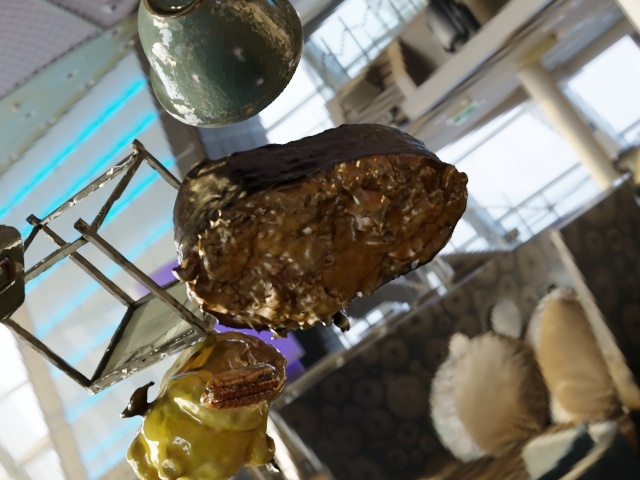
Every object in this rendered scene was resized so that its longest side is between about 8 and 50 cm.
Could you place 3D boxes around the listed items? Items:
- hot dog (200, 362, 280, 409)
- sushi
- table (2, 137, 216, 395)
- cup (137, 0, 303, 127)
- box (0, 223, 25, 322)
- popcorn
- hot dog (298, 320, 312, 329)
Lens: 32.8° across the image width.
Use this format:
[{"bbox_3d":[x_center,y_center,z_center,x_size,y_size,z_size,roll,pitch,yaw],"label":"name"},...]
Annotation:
[{"bbox_3d":[-0.103,0.194,1.424,0.144,0.038,0.062,-2,-59,-56],"label":"hot dog"},{"bbox_3d":[0.000,0.000,1.275,0.348,0.234,0.207,-20,25,-8],"label":"sushi"},{"bbox_3d":[-0.347,0.053,1.802,0.335,0.272,0.222,-28,27,38],"label":"table"},{"bbox_3d":[-0.135,-0.250,1.245,0.199,0.199,0.150,-35,-27,2],"label":"cup"},{"bbox_3d":[-0.510,0.058,1.537,0.129,0.148,0.210,4,15,5],"label":"box"},{"bbox_3d":[-0.172,0.287,1.783,0.316,0.281,0.297,-49,4,-26],"label":"popcorn"},{"bbox_3d":[-0.004,0.117,1.957,0.049,0.037,0.122,-3,40,51],"label":"hot dog"}]
